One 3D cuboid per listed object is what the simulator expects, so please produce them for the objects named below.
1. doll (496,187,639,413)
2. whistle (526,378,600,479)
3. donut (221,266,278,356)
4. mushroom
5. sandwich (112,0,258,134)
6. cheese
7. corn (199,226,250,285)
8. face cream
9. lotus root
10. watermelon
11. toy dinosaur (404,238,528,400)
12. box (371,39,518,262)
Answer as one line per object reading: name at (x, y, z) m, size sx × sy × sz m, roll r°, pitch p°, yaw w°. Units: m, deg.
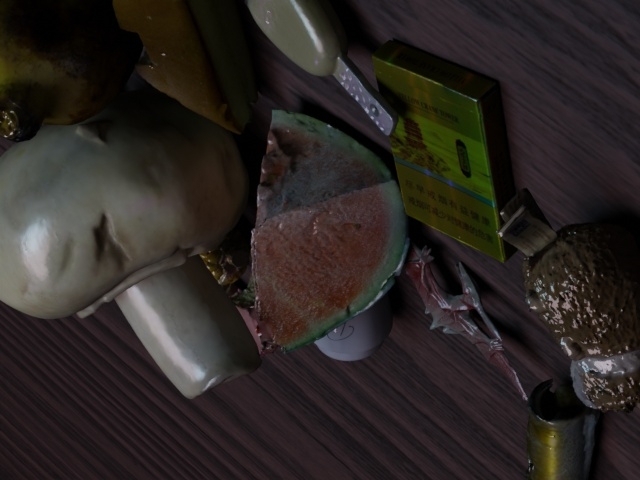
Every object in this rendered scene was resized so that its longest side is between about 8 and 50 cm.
doll at (0.222, 0.043, 1.397) m, size 0.115 × 0.105 × 0.221 m, roll -28°, pitch 105°, yaw 25°
whistle at (0.239, 0.253, 1.713) m, size 0.068 × 0.057 × 0.326 m, roll 33°, pitch 150°, yaw 28°
donut at (-0.088, 0.083, 1.966) m, size 0.166 × 0.065 × 0.117 m, roll 15°, pitch 141°, yaw 48°
mushroom at (-0.195, 0.016, 1.768) m, size 0.336 × 0.314 × 0.314 m, roll 60°, pitch 153°, yaw -2°
sandwich at (-0.129, -0.208, 1.597) m, size 0.088 × 0.090 × 0.244 m, roll 10°, pitch 141°, yaw 27°
cheese at (0.005, -0.167, 1.487) m, size 0.192 × 0.037 × 0.097 m, roll 51°, pitch 156°, yaw 17°
corn at (-0.169, 0.005, 1.959) m, size 0.238 × 0.080 × 0.080 m, roll 10°, pitch 135°, yaw 44°
face cream at (0.029, 0.068, 1.744) m, size 0.091 × 0.091 × 0.095 m, roll 29°, pitch 139°, yaw 34°
lotus root at (-0.257, -0.200, 1.638) m, size 0.169 × 0.314 × 0.141 m, roll 12°, pitch 128°, yaw -5°
watermelon at (0.018, -0.009, 1.646) m, size 0.146 × 0.128 × 0.231 m, roll 5°, pitch 126°, yaw 11°
toy dinosaur at (0.133, 0.067, 1.642) m, size 0.220 × 0.032 × 0.108 m, roll 51°, pitch 156°, yaw 7°
box at (0.112, -0.077, 1.486) m, size 0.121 × 0.030 × 0.193 m, roll 27°, pitch 147°, yaw 36°
